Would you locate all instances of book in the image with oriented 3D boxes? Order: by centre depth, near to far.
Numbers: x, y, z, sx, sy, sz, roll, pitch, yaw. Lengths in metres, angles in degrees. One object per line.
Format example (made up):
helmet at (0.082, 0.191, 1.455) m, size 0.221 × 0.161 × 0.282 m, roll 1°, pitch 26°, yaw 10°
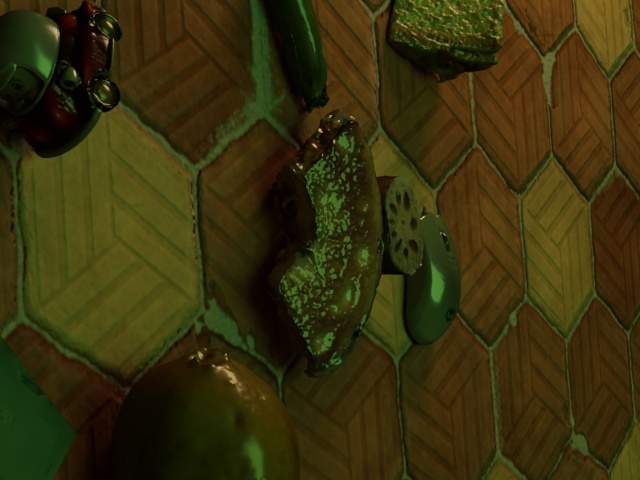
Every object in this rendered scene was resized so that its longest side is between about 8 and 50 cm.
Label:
book at (-0.271, 0.162, 1.242) m, size 0.135 × 0.017 × 0.103 m, roll 60°, pitch 39°, yaw -33°

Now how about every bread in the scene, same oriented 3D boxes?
bread at (0.162, -0.296, 1.882) m, size 0.152 × 0.127 × 0.147 m, roll 16°, pitch 72°, yaw -37°

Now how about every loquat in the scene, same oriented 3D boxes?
loquat at (-0.107, 0.215, 1.335) m, size 0.187 × 0.176 × 0.234 m, roll -139°, pitch -130°, yaw -79°

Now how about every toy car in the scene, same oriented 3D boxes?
toy car at (-0.246, -0.156, 1.261) m, size 0.112 × 0.112 × 0.139 m, roll 26°, pitch 53°, yaw -34°

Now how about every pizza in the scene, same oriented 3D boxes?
pizza at (0.000, 0.000, 1.604) m, size 0.161 × 0.085 × 0.305 m, roll 14°, pitch 79°, yaw -41°

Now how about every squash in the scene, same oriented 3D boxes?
squash at (-0.025, -0.234, 1.637) m, size 0.052 × 0.052 × 0.183 m, roll -40°, pitch 121°, yaw -51°

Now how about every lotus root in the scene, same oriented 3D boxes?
lotus root at (0.074, -0.016, 1.724) m, size 0.112 × 0.081 × 0.122 m, roll -15°, pitch 98°, yaw -58°

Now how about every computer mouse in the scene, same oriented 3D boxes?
computer mouse at (0.150, 0.043, 1.854) m, size 0.089 × 0.056 × 0.182 m, roll 12°, pitch 75°, yaw -60°
